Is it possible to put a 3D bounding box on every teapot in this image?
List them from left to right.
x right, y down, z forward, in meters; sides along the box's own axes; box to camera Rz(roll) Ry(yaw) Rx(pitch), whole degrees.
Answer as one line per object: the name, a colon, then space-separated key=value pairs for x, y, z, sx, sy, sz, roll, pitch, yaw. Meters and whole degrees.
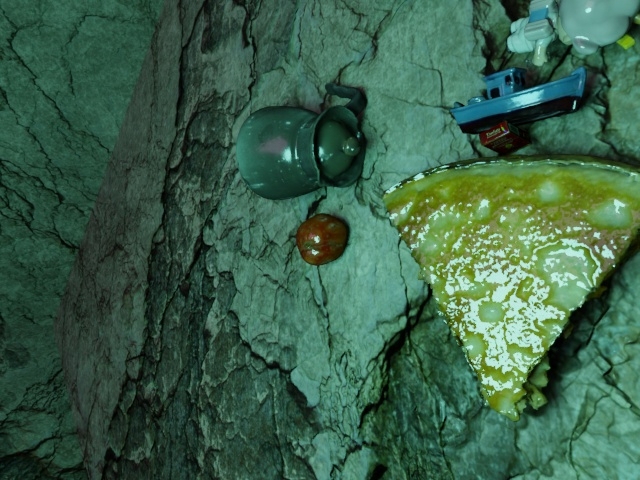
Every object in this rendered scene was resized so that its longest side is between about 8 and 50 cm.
teapot: x=-0.003 y=-0.222 z=1.162 sx=0.285 sy=0.305 sz=0.223 roll=5 pitch=122 yaw=42

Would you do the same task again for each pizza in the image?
pizza: x=0.286 y=0.065 z=0.789 sx=0.440 sy=0.130 sz=0.406 roll=1 pitch=83 yaw=38

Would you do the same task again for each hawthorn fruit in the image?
hawthorn fruit: x=0.000 y=0.000 z=1.130 sx=0.128 sy=0.128 sz=0.128 roll=-13 pitch=72 yaw=46

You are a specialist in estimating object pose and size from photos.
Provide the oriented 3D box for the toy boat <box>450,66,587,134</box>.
toy boat: x=0.324 y=-0.241 z=0.829 sx=0.223 sy=0.100 sz=0.097 roll=-4 pitch=95 yaw=48

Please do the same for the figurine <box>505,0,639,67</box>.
figurine: x=0.394 y=-0.343 z=0.764 sx=0.229 sy=0.112 sz=0.137 roll=4 pitch=64 yaw=50

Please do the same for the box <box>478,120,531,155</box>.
box: x=0.311 y=-0.170 z=0.840 sx=0.051 sy=0.082 sz=0.023 roll=-23 pitch=67 yaw=43
